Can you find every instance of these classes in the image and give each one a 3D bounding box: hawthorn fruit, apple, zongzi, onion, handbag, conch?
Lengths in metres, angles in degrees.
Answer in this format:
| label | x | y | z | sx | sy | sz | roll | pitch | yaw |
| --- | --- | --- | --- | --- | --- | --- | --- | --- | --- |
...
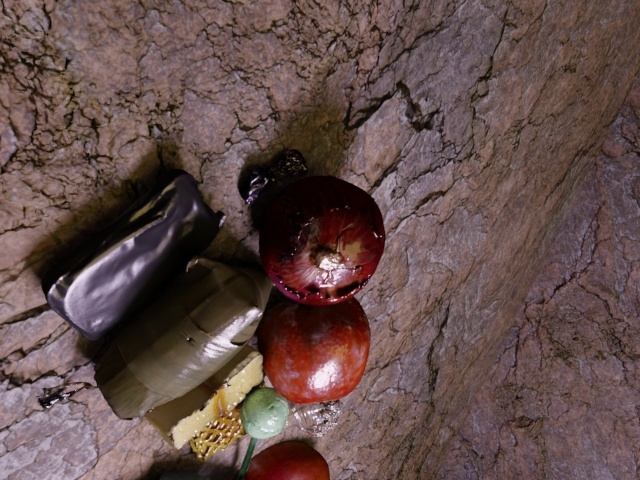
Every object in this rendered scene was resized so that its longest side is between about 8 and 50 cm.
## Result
| label | x | y | z | sx | sy | sz | roll | pitch | yaw |
| --- | --- | --- | --- | --- | --- | --- | --- | --- | --- |
| hawthorn fruit | -0.014 | 0.250 | 1.489 | 0.284 | 0.284 | 0.284 | -31 | 139 | -32 |
| apple | -0.135 | 0.786 | 1.903 | 0.364 | 0.295 | 0.328 | -10 | 163 | -46 |
| zongzi | -0.284 | 0.207 | 1.245 | 0.447 | 0.181 | 0.418 | -39 | 177 | 7 |
| onion | 0.000 | 0.000 | 1.299 | 0.276 | 0.276 | 0.276 | -31 | 139 | -32 |
| handbag | -0.313 | 0.021 | 1.081 | 0.332 | 0.075 | 0.192 | -45 | 146 | -17 |
| conch | -0.026 | 0.487 | 1.804 | 0.245 | 0.163 | 0.178 | -1 | 86 | -32 |

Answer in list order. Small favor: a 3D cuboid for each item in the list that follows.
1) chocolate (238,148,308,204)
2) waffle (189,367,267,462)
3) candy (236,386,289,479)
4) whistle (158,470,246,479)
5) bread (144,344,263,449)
| label | x | y | z | sx | sy | sz | roll | pitch | yaw |
| --- | --- | --- | --- | --- | --- | --- | --- | --- | --- |
| chocolate | -0.095 | -0.127 | 1.242 | 0.147 | 0.070 | 0.072 | -40 | 138 | -30 |
| waffle | -0.230 | 0.439 | 1.555 | 0.245 | 0.052 | 0.254 | -28 | 138 | -37 |
| candy | -0.177 | 0.525 | 1.598 | 0.119 | 0.119 | 0.440 | -24 | 148 | -38 |
| whistle | -0.276 | 0.689 | 1.531 | 0.404 | 0.188 | 0.168 | 25 | 83 | -47 |
| bread | -0.250 | 0.333 | 1.370 | 0.266 | 0.142 | 0.178 | -42 | 175 | -27 |
